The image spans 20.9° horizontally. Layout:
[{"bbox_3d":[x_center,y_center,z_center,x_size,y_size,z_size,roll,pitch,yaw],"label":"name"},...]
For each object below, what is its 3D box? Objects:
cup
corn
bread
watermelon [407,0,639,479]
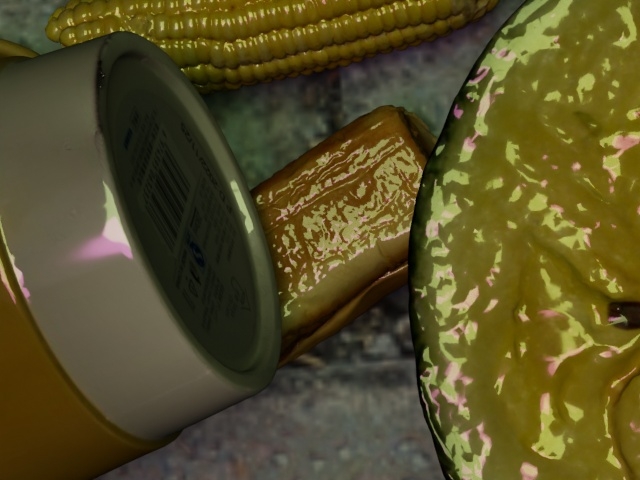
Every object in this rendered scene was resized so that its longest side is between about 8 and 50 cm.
[{"bbox_3d":[-0.147,0.005,0.687,0.226,0.185,0.241,-20,50,17],"label":"cup"},{"bbox_3d":[-0.016,-0.102,0.750,0.206,0.067,0.067,-14,80,5],"label":"corn"},{"bbox_3d":[0.000,0.000,0.741,0.132,0.053,0.074,-36,79,4],"label":"bread"},{"bbox_3d":[0.207,0.034,0.645,0.331,0.189,0.330,-4,80,22],"label":"watermelon"}]
